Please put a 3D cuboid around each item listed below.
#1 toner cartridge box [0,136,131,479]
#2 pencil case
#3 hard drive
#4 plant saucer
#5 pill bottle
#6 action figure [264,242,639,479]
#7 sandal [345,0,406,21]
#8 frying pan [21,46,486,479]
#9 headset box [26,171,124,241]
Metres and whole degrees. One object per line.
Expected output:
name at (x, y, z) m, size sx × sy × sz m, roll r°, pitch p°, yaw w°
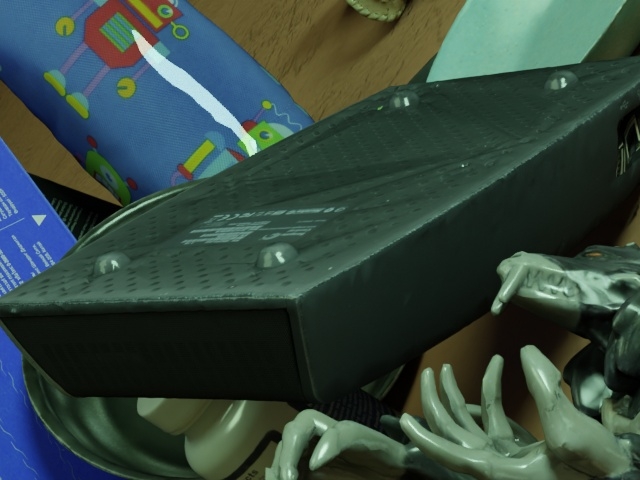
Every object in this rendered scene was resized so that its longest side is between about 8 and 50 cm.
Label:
toner cartridge box at (-0.211, 0.039, 0.949) m, size 0.165 × 0.348 × 0.075 m, roll -28°, pitch -27°, yaw -21°
pencil case at (-0.113, -0.092, 1.027) m, size 0.119 × 0.306 × 0.133 m, roll -43°, pitch -12°, yaw -23°
hard drive at (0.017, -0.007, 0.685) m, size 0.172 × 0.054 × 0.254 m, roll -3°, pitch 20°, yaw 41°
plant saucer at (0.119, -0.109, 0.853) m, size 0.195 × 0.037 × 0.195 m, roll -50°, pitch 18°, yaw 23°
pill bottle at (-0.014, 0.082, 0.744) m, size 0.067 × 0.120 × 0.067 m, roll -49°, pitch 19°, yaw 23°
action figure at (0.062, 0.083, 0.511) m, size 0.276 × 0.141 × 0.164 m, roll -69°, pitch 9°, yaw -28°
sandal at (0.039, -0.180, 1.172) m, size 0.240 × 0.088 × 0.079 m, roll 153°, pitch 115°, yaw -70°
frying pan at (-0.029, -0.002, 0.906) m, size 0.053 × 0.197 × 0.326 m, roll 77°, pitch -154°, yaw -46°
headset box at (-0.230, 0.127, 1.111) m, size 0.283 × 0.131 × 0.246 m, roll 111°, pitch 179°, yaw -56°
